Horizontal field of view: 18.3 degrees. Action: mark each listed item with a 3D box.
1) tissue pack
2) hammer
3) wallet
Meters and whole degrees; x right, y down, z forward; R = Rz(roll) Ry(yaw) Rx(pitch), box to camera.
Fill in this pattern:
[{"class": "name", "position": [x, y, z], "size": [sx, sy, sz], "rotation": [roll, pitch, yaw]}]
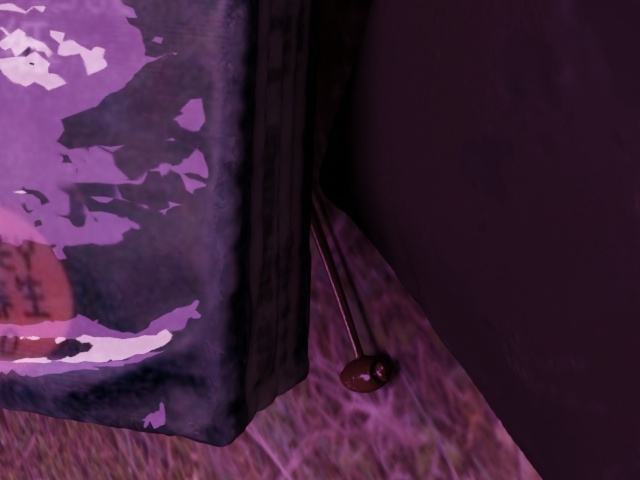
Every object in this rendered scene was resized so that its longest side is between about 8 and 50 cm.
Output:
[{"class": "tissue pack", "position": [-0.112, -0.105, 0.654], "size": [0.228, 0.103, 0.315], "rotation": [8, 107, 16]}, {"class": "hammer", "position": [0.000, 0.000, 0.764], "size": [0.029, 0.014, 0.123], "rotation": [-21, 86, 52]}, {"class": "wallet", "position": [0.092, -0.087, 0.516], "size": [0.197, 0.051, 0.377], "rotation": [53, 146, 32]}]
